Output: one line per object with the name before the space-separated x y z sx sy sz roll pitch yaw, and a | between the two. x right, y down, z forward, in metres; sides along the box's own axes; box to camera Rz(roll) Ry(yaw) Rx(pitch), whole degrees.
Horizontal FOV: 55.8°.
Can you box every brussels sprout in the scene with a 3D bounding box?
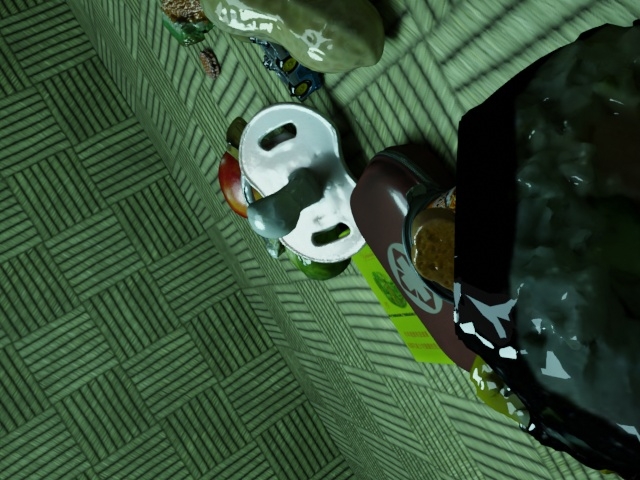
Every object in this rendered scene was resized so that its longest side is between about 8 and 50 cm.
brussels sprout | -0.007 0.005 1.380 0.183 0.146 0.131 62 167 -17

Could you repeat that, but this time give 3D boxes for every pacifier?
pacifier | -0.039 -0.096 1.145 0.332 0.221 0.273 62 177 -12

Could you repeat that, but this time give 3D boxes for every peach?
peach | -0.159 -0.145 1.471 0.192 0.190 0.190 32 149 45

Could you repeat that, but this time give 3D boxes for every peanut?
peanut | -0.044 -0.338 0.880 0.313 0.149 0.149 33 156 14

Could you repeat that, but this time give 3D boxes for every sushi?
sushi | 0.250 0.039 0.466 0.285 0.329 0.327 87 -172 -65

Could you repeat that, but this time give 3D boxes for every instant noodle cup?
instant noodle cup | 0.212 -0.013 0.781 0.208 0.177 0.125 40 148 -1

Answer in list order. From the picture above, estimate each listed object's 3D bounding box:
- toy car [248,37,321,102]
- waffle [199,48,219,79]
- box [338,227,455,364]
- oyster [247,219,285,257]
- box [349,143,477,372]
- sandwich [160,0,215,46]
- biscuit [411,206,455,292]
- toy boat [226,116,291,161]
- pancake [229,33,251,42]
toy car | -0.048 -0.329 1.048 0.097 0.100 0.191 51 180 19
waffle | -0.286 -0.454 1.553 0.083 0.029 0.075 35 148 57
box | 0.167 0.106 1.263 0.335 0.047 0.187 58 162 -1
oyster | -0.160 -0.097 1.650 0.162 0.158 0.350 25 -149 -53
box | 0.194 0.036 0.977 0.403 0.108 0.263 56 161 9
sandwich | -0.309 -0.534 1.356 0.185 0.109 0.159 37 155 46
biscuit | 0.263 0.047 0.693 0.334 0.202 0.047 40 -150 -15
toy boat | -0.071 -0.164 1.328 0.321 0.121 0.089 38 157 14
pancake | -0.184 -0.514 1.157 0.294 0.050 0.294 51 161 25
